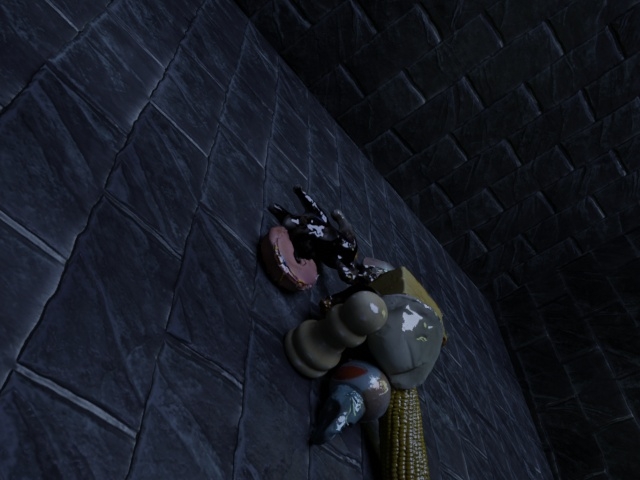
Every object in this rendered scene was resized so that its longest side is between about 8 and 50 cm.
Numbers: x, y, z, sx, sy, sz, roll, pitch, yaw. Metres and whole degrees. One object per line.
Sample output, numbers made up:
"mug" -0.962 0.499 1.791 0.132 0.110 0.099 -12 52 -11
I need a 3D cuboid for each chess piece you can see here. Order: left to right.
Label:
"chess piece" 0.054 0.245 1.569 0.167 0.300 0.167 36 30 -25

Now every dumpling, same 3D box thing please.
"dumpling" 0.248 0.285 1.645 0.175 0.227 0.243 -111 -177 -51

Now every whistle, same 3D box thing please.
"whistle" 0.076 0.440 1.563 0.348 0.189 0.189 -24 82 -56

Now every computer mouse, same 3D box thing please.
"computer mouse" 0.272 0.165 2.423 0.389 0.115 0.199 35 28 -46

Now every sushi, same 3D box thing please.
"sushi" 0.129 0.310 1.813 0.348 0.208 0.234 68 -14 -3

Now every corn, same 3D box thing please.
"corn" 0.237 0.589 1.659 0.144 0.144 0.387 31 47 -49

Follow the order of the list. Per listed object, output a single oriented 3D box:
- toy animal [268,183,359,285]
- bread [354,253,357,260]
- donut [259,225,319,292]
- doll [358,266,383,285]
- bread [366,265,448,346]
"toy animal" 0.000 0.000 1.959 0.344 0.194 0.302 27 31 -43
"bread" 0.088 0.037 2.257 0.132 0.074 0.053 47 35 -21
"donut" -0.105 0.072 1.780 0.233 0.085 0.199 51 22 -16
"doll" 0.201 0.166 2.266 0.165 0.057 0.139 -30 87 -43
"bread" 0.271 0.284 2.048 0.279 0.279 0.207 45 27 -21
